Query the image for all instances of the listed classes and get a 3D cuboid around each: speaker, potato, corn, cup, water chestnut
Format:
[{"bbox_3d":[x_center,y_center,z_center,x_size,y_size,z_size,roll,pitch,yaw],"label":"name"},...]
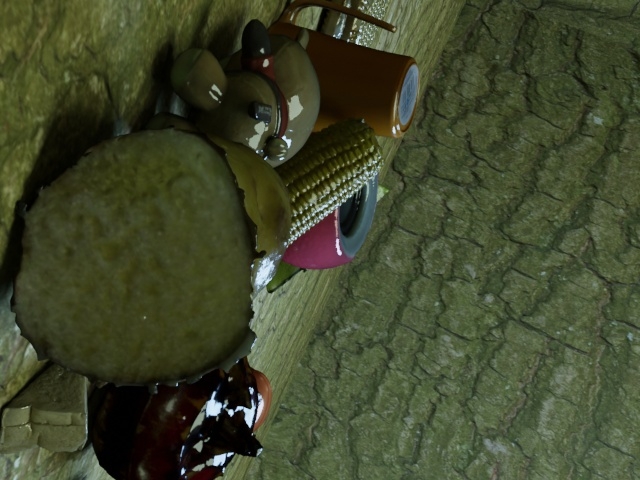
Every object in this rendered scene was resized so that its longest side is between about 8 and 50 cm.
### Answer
[{"bbox_3d":[-0.011,-0.089,1.699,0.294,0.294,0.294,23,90,-81],"label":"speaker"},{"bbox_3d":[-0.179,-0.003,1.077,0.237,0.289,0.300,-99,-168,-74],"label":"potato"},{"bbox_3d":[-0.056,-0.062,1.443,0.344,0.131,0.131,-37,166,-7],"label":"corn"},{"bbox_3d":[0.024,-0.274,1.533,0.182,0.264,0.226,-3,105,-71],"label":"cup"},{"bbox_3d":[-0.202,0.271,1.477,0.300,0.300,0.300,23,90,-81],"label":"water chestnut"}]

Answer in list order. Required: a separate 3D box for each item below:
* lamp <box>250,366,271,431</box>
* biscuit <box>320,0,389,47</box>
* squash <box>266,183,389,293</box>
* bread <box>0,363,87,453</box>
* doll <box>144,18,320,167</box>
[{"bbox_3d":[-0.191,0.314,1.946,0.187,0.188,0.163,23,84,-81],"label":"lamp"},{"bbox_3d":[0.072,-0.454,1.889,0.259,0.079,0.259,23,90,-81],"label":"biscuit"},{"bbox_3d":[0.000,0.000,2.182,0.233,0.210,0.308,161,-52,-78],"label":"squash"},{"bbox_3d":[-0.350,0.193,1.199,0.152,0.105,0.077,-108,-151,-51],"label":"bread"},{"bbox_3d":[-0.094,-0.179,1.268,0.235,0.174,0.330,-68,172,21],"label":"doll"}]
